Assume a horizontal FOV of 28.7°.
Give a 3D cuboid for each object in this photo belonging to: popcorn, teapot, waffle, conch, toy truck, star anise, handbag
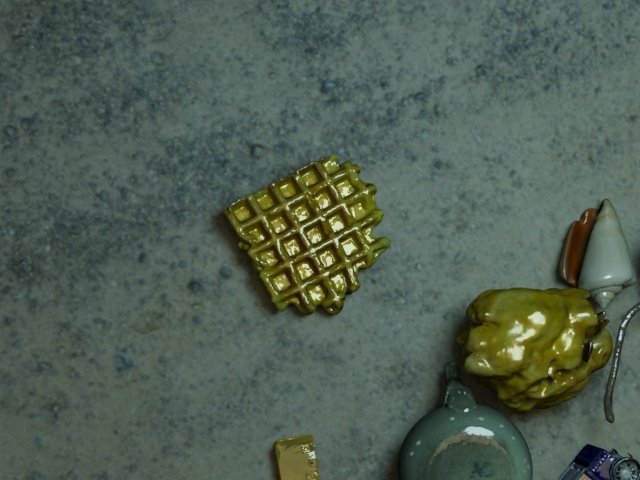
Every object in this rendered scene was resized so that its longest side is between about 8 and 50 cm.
[{"bbox_3d":[0.308,0.159,1.828,0.254,0.191,0.190,-3,96,-16],"label":"popcorn"},{"bbox_3d":[0.208,0.330,1.813,0.193,0.129,0.294,-6,93,1],"label":"teapot"},{"bbox_3d":[0.000,0.000,1.883,0.229,0.057,0.219,-27,85,-10],"label":"waffle"},{"bbox_3d":[0.421,0.020,1.908,0.094,0.104,0.176,4,74,-41],"label":"conch"},{"bbox_3d":[0.464,0.432,1.833,0.268,0.124,0.155,42,87,3],"label":"toy truck"},{"bbox_3d":[0.472,0.127,1.878,0.227,0.148,0.218,-29,73,-1],"label":"star anise"},{"bbox_3d":[-0.033,0.330,1.844,0.061,0.027,0.083,-11,85,-8],"label":"handbag"}]
